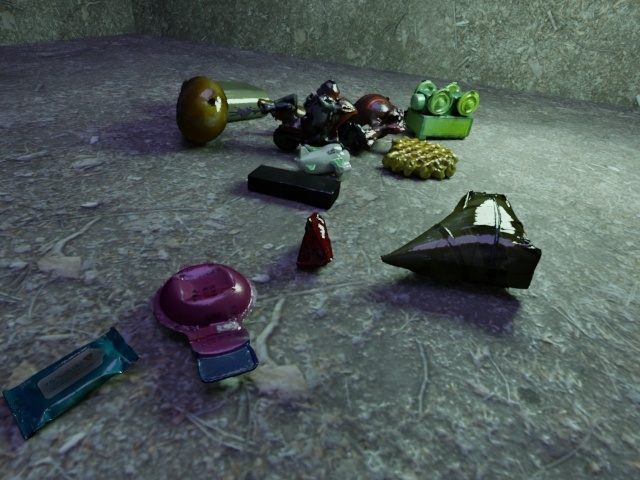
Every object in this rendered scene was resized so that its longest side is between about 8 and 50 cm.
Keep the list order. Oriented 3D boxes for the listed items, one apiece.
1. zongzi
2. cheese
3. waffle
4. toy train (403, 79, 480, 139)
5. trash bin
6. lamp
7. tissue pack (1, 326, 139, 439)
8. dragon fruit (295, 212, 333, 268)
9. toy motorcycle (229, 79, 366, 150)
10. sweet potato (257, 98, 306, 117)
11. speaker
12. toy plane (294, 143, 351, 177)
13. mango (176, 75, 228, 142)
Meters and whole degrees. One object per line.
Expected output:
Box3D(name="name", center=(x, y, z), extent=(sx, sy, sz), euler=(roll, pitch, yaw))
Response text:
Box3D(name="zongzi", center=(0.255, -0.019, 0.798), extent=(0.274, 0.125, 0.251), euler=(3, 33, 6))
Box3D(name="cheese", center=(-0.160, 0.105, 0.588), extent=(0.155, 0.062, 0.244), euler=(-11, 38, -23))
Box3D(name="waffle", center=(0.297, -0.262, 1.240), extent=(0.249, 0.056, 0.253), euler=(-3, 36, -14))
Box3D(name="toy train", center=(0.446, -0.475, 1.476), extent=(0.272, 0.188, 0.159), euler=(-4, 34, -19))
Box3D(name="trash bin", center=(-0.348, -0.515, 1.477), extent=(0.247, 0.121, 0.243), euler=(-20, 41, -40))
Box3D(name="lamp", center=(0.167, -0.401, 1.328), extent=(0.215, 0.151, 0.223), euler=(-30, 20, -1))
Box3D(name="tissue pack", center=(-0.304, 0.170, 0.498), extent=(0.085, 0.028, 0.138), euler=(27, 43, 34))
Box3D(name="dragon fruit", center=(0.003, 0.001, 0.778), extent=(0.063, 0.097, 0.131), euler=(15, 14, 8))
Box3D(name="toy motorcycle", center=(-0.064, -0.371, 1.206), extent=(0.401, 0.207, 0.134), euler=(1, 16, 7))
Box3D(name="sweet potato", center=(-0.070, -0.424, 1.378), extent=(0.108, 0.079, 0.346), euler=(33, 23, 30))
Box3D(name="speaker", center=(-0.066, -0.134, 0.991), extent=(0.218, 0.044, 0.082), euler=(14, 34, 12))
Box3D(name="toy plane", center=(0.010, -0.229, 1.120), extent=(0.174, 0.080, 0.174), euler=(6, 31, -4))
Box3D(name="mango", center=(-0.369, -0.403, 1.235), extent=(0.146, 0.193, 0.316), euler=(13, 15, -28))
